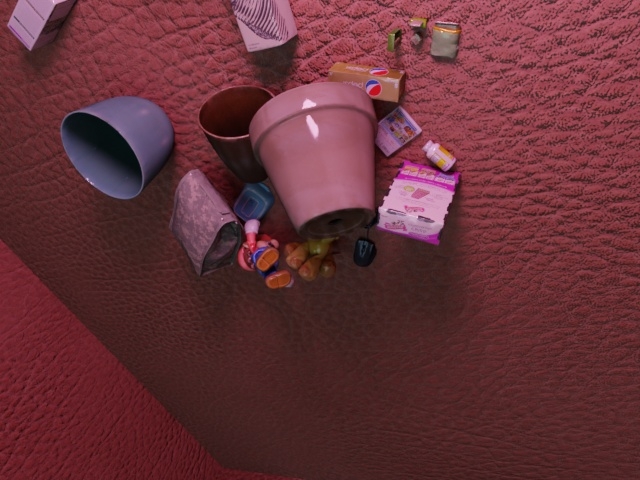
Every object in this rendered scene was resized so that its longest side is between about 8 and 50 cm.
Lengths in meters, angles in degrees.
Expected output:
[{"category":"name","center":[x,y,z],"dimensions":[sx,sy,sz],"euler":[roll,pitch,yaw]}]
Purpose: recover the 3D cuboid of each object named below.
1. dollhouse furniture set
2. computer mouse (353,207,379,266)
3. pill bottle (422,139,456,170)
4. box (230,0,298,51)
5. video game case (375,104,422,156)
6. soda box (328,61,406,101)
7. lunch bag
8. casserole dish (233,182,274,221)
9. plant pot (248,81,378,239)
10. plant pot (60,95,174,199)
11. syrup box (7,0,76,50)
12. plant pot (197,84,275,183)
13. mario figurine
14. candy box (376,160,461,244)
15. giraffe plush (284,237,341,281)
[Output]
[{"category":"dollhouse furniture set","center":[0.228,-0.441,1.042],"dimensions":[0.151,0.059,0.076],"euler":[15,133,18]},{"category":"computer mouse","center":[0.143,-0.002,1.479],"dimensions":[0.071,0.041,0.242],"euler":[18,133,15]},{"category":"pill bottle","center":[0.300,-0.217,1.206],"dimensions":[0.083,0.043,0.043],"euler":[39,135,-6]},{"category":"box","center":[-0.154,-0.594,1.095],"dimensions":[0.113,0.094,0.275],"euler":[0,128,30]},{"category":"video game case","center":[0.190,-0.283,1.233],"dimensions":[0.087,0.011,0.122],"euler":[46,134,-12]},{"category":"soda box","center":[0.111,-0.386,1.151],"dimensions":[0.181,0.061,0.058],"euler":[14,133,19]},{"category":"lunch bag","center":[-0.372,-0.066,1.571],"dimensions":[0.235,0.168,0.287],"euler":[52,141,20]},{"category":"casserole dish","center":[-0.229,-0.121,1.586],"dimensions":[0.114,0.037,0.188],"euler":[38,134,-6]},{"category":"plant pot","center":[0.009,-0.167,1.143],"dimensions":[0.323,0.323,0.281],"euler":[-32,64,43]},{"category":"plant pot","center":[-0.601,-0.313,1.482],"dimensions":[0.292,0.235,0.293],"euler":[16,133,17]},{"category":"syrup box","center":[-0.819,-0.674,1.392],"dimensions":[0.236,0.093,0.096],"euler":[-22,115,40]},{"category":"plant pot","center":[-0.208,-0.277,1.341],"dimensions":[0.215,0.216,0.231],"euler":[15,147,17]},{"category":"mario figurine","center":[-0.168,0.042,1.566],"dimensions":[0.169,0.320,0.198],"euler":[5,100,-21]},{"category":"candy box","center":[0.251,-0.101,1.197],"dimensions":[0.159,0.233,0.071],"euler":[16,133,17]},{"category":"giraffe plush","center":[0.000,0.000,1.466],"dimensions":[0.181,0.210,0.171],"euler":[41,135,27]}]
